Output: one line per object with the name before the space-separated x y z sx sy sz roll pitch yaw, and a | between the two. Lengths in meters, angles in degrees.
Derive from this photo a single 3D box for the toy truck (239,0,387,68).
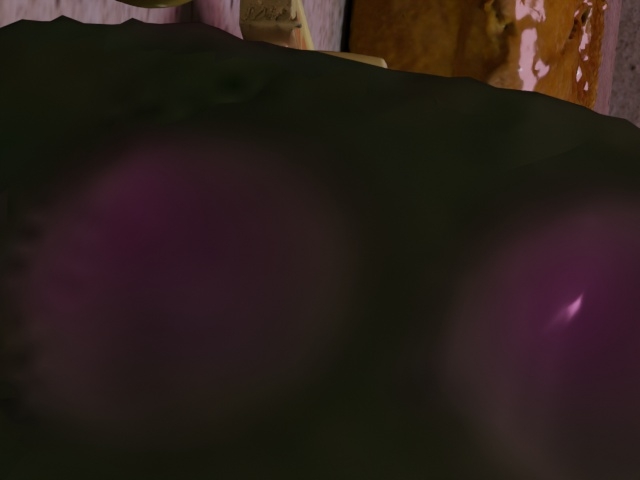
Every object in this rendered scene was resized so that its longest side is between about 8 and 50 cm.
toy truck | 0.000 0.000 0.906 0.272 0.124 0.157 66 24 -61

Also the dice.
dice | -0.026 0.160 0.434 0.330 0.322 0.318 79 23 -58

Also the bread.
bread | 0.104 -0.133 1.221 0.268 0.146 0.268 4 90 -75

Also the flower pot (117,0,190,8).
flower pot | -0.023 -0.174 0.587 0.179 0.195 0.195 -53 151 -40
